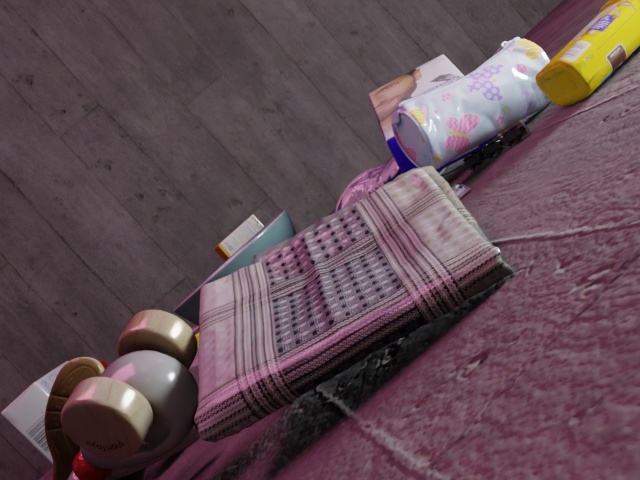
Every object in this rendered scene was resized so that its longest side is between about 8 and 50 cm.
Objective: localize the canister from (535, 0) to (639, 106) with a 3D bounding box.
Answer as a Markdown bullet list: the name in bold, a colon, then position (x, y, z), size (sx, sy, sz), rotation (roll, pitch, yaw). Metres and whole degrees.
- **canister**: position (0.397, -0.275, 1.091), size (0.170, 0.073, 0.126), rotation (-44, 4, -6)

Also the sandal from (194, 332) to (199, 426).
- **sandal**: position (-0.243, 0.265, 1.241), size (0.138, 0.126, 0.317), rotation (-45, -6, 24)

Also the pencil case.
- **pencil case**: position (0.249, -0.220, 1.250), size (0.273, 0.124, 0.113), rotation (-32, 24, -12)

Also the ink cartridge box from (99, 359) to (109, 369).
- **ink cartridge box**: position (-0.517, 0.398, 1.865), size (0.066, 0.189, 0.232), rotation (-45, 6, -35)

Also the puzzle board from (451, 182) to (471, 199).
- **puzzle board**: position (0.187, -0.055, 1.206), size (0.096, 0.011, 0.128), rotation (-42, 4, 8)

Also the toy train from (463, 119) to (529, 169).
- **toy train**: position (0.282, -0.152, 1.233), size (0.036, 0.027, 0.158), rotation (-32, -2, -27)

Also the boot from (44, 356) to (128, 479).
- **boot**: position (-0.352, 0.296, 1.237), size (0.095, 0.261, 0.203), rotation (-1, 6, 5)

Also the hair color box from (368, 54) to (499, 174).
- **hair color box**: position (0.208, -0.245, 1.499), size (0.185, 0.110, 0.339), rotation (-27, 21, 9)

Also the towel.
- **towel**: position (0.011, 0.035, 0.794), size (0.312, 0.056, 0.324), rotation (-31, 19, 6)

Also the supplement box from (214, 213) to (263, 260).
- **supplement box**: position (-0.168, -0.006, 1.581), size (0.098, 0.036, 0.062), rotation (-43, 5, -18)

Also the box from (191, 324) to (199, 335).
- **box**: position (-0.338, 0.292, 2.020), size (0.290, 0.087, 0.169), rotation (-44, 5, -29)

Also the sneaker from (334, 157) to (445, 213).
- **sneaker**: position (0.143, -0.114, 1.568), size (0.296, 0.112, 0.131), rotation (-42, 4, 5)

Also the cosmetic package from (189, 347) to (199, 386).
- **cosmetic package**: position (-0.041, 0.107, 1.073), size (0.284, 0.097, 0.377), rotation (-42, 4, -28)

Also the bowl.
- **bowl**: position (-0.136, 0.098, 1.603), size (0.311, 0.163, 0.311), rotation (-42, 3, 3)

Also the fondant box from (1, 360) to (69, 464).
- **fondant box**: position (-0.528, 0.393, 1.665), size (0.096, 0.238, 0.330), rotation (-44, 4, -5)

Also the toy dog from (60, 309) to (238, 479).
- **toy dog**: position (-0.185, 0.229, 0.843), size (0.333, 0.161, 0.220), rotation (114, -178, -57)
